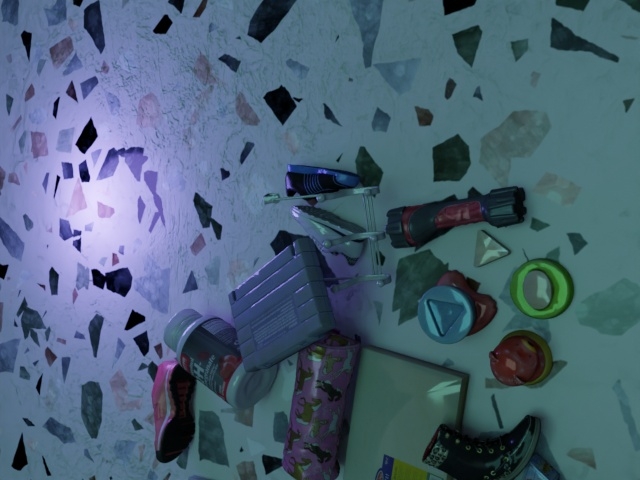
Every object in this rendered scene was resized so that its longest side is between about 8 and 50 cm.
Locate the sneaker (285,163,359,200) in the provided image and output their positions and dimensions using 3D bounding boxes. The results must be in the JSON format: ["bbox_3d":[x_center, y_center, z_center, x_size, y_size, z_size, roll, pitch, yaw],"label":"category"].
[{"bbox_3d":[0.002,-0.142,1.666,0.232,0.081,0.090,13,101,41],"label":"sneaker"}]

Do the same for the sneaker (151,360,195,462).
[{"bbox_3d":[-0.465,0.521,1.995,0.136,0.116,0.313,5,87,45],"label":"sneaker"}]

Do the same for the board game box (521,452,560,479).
[{"bbox_3d":[0.486,0.560,1.353,0.194,0.060,0.194,6,95,34],"label":"board game box"}]

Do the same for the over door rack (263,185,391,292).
[{"bbox_3d":[0.000,0.000,1.560,0.324,0.108,0.239,-2,102,31],"label":"over door rack"}]

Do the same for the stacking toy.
[{"bbox_3d":[0.369,0.144,1.383,0.309,0.130,0.279,31,108,30],"label":"stacking toy"}]

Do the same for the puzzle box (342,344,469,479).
[{"bbox_3d":[0.195,0.483,1.557,0.272,0.052,0.408,12,98,33],"label":"puzzle box"}]

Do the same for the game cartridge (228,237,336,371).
[{"bbox_3d":[-0.101,0.170,1.577,0.355,0.068,0.230,-36,66,45],"label":"game cartridge"}]

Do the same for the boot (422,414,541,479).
[{"bbox_3d":[0.346,0.443,1.395,0.179,0.085,0.236,29,111,5],"label":"boot"}]

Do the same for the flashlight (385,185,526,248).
[{"bbox_3d":[0.297,-0.048,1.445,0.304,0.103,0.103,-9,85,35],"label":"flashlight"}]

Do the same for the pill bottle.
[{"bbox_3d":[-0.290,0.320,1.813,0.319,0.176,0.176,28,106,31],"label":"pill bottle"}]

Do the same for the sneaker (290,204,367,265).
[{"bbox_3d":[0.008,-0.021,1.660,0.235,0.090,0.094,30,117,32],"label":"sneaker"}]

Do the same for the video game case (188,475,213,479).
[{"bbox_3d":[-0.313,0.865,1.930,0.204,0.025,0.285,-3,89,34],"label":"video game case"}]

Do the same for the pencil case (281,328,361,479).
[{"bbox_3d":[-0.001,0.411,1.619,0.160,0.167,0.386,20,104,55],"label":"pencil case"}]
